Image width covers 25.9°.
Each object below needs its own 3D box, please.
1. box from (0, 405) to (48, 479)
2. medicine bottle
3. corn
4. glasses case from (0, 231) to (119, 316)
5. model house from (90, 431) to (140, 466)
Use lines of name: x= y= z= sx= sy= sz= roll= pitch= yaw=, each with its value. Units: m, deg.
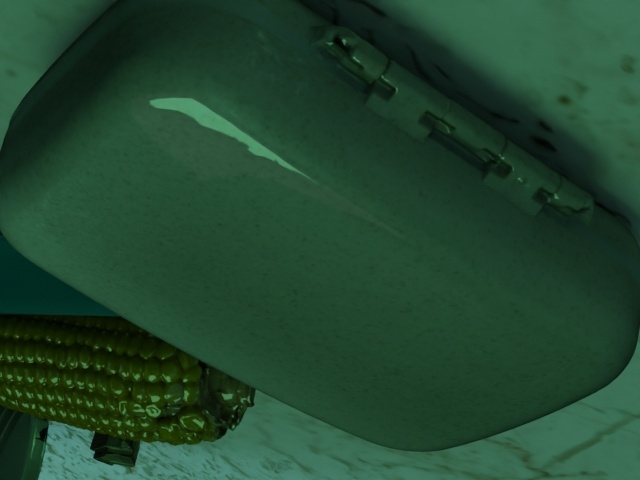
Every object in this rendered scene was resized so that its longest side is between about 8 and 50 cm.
box: x=-0.378 y=0.238 z=1.377 sx=0.149 sy=0.226 sz=0.226 roll=16 pitch=152 yaw=3
medicine bottle: x=0.000 y=0.000 z=0.849 sx=0.375 sy=0.123 sz=0.282 roll=30 pitch=144 yaw=-24
corn: x=-0.195 y=0.099 z=1.146 sx=0.321 sy=0.119 sz=0.119 roll=3 pitch=148 yaw=24
glasses case: x=-0.217 y=0.012 z=1.060 sx=0.301 sy=0.070 sz=0.117 roll=0 pitch=147 yaw=31
model house: x=-0.208 y=0.180 z=1.361 sx=0.058 sy=0.057 sz=0.083 roll=8 pitch=152 yaw=8
